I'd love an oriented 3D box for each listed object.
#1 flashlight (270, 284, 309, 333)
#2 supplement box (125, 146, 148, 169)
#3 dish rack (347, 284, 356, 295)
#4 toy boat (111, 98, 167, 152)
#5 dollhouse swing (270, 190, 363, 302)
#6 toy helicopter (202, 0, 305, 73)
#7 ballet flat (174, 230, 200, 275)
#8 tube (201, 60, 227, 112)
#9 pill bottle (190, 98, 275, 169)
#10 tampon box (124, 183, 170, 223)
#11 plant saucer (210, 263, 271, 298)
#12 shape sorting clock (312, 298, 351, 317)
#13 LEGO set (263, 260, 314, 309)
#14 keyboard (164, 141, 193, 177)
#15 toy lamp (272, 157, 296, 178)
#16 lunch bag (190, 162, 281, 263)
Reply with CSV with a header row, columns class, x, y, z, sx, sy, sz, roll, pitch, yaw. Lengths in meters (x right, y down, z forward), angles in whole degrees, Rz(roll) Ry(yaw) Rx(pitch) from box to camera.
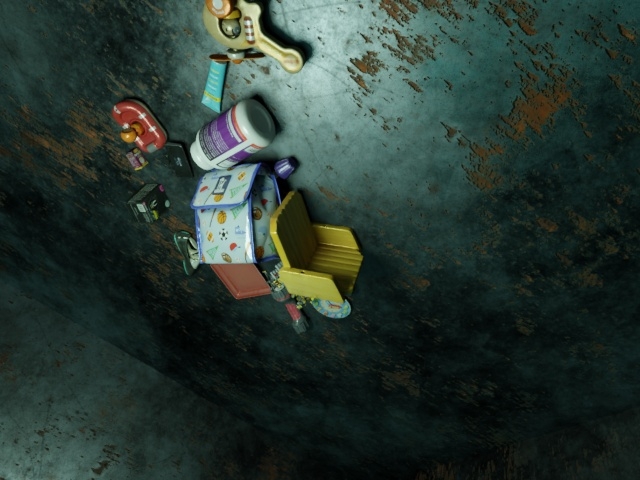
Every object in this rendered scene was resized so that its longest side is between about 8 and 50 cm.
class,x,y,z,sx,sy,sz,roll,pitch,yaw
flashlight,-0.155,0.351,2.161,0.103,0.103,0.304,-25,116,-3
supplement box,-0.818,-0.365,1.859,0.043,0.055,0.083,-9,125,25
dish rack,0.048,0.147,1.946,0.208,0.074,0.271,1,126,19
toy boat,-0.752,-0.451,1.697,0.151,0.151,0.231,-18,120,31
dollhouse swing,0.000,0.000,1.657,0.315,0.346,0.304,8,126,14
toy helicopter,-0.217,-0.643,1.350,0.355,0.140,0.235,30,134,-8
ballet flat,-0.666,0.074,2.143,0.096,0.095,0.280,-2,128,7
tube,-0.388,-0.572,1.534,0.080,0.052,0.207,36,138,5
pill bottle,-0.339,-0.385,1.575,0.323,0.181,0.181,-19,119,32
tampon box,-0.799,-0.171,1.939,0.102,0.161,0.120,4,130,17
plant saucer,-0.399,0.183,2.159,0.259,0.047,0.259,-13,123,29
shape sorting clock,0.052,0.326,2.109,0.206,0.040,0.206,11,131,13
LEGO set,-0.126,0.198,1.899,0.255,0.192,0.331,54,147,0
keyboard,-0.620,-0.346,1.803,0.108,0.023,0.180,5,139,8
toy lamp,-0.206,-0.251,1.705,0.275,0.080,0.080,-30,113,37
lunch bag,-0.333,-0.104,1.667,0.328,0.239,0.385,-1,94,33
